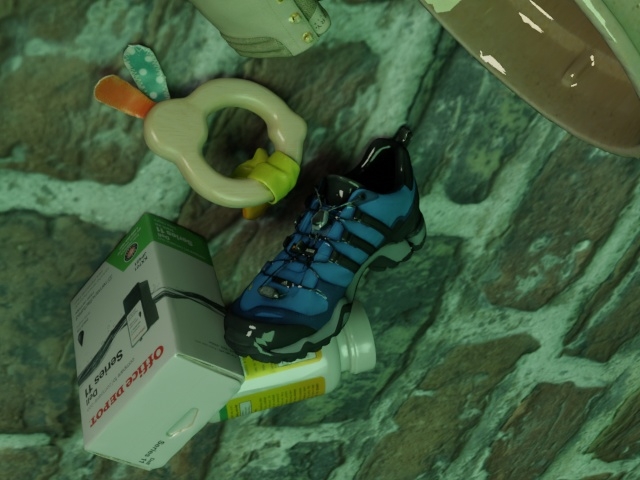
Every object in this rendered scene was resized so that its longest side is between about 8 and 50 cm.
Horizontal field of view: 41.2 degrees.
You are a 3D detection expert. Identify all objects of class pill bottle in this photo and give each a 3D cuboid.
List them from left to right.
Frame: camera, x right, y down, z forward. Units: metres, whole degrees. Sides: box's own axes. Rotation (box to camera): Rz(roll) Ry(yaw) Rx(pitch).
[{"bbox_3d":[-0.046,0.134,1.006,0.208,0.118,0.118,-13,133,-11],"label":"pill bottle"}]

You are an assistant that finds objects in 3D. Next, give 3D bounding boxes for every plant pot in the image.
[{"bbox_3d":[0.232,-0.286,0.644,0.305,0.334,0.334,-46,131,4],"label":"plant pot"}]

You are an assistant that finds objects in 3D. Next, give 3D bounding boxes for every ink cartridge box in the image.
[{"bbox_3d":[-0.172,0.099,0.861,0.086,0.208,0.153,28,114,-37],"label":"ink cartridge box"}]

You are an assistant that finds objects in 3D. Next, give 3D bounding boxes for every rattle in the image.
[{"bbox_3d":[-0.122,-0.100,0.831,0.199,0.143,0.130,15,91,-14],"label":"rattle"}]

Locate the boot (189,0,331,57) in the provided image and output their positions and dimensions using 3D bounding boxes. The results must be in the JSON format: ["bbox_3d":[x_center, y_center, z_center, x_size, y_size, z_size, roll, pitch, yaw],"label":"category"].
[{"bbox_3d":[-0.035,-0.228,0.680,0.213,0.077,0.165,-12,146,36],"label":"boot"}]

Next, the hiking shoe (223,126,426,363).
[{"bbox_3d":[0.000,0.000,0.856,0.304,0.113,0.132,-43,135,-44],"label":"hiking shoe"}]
